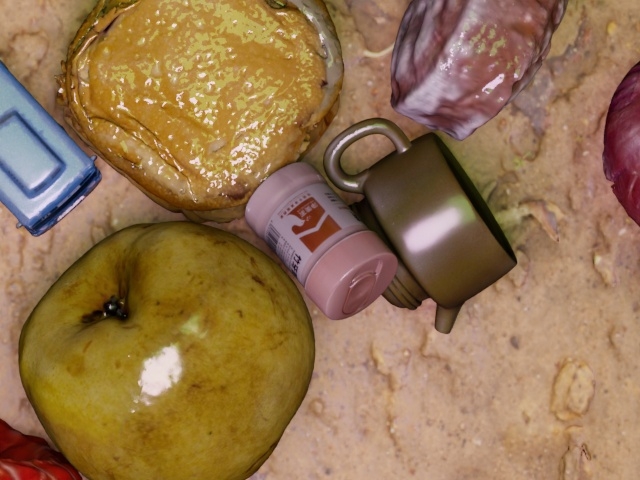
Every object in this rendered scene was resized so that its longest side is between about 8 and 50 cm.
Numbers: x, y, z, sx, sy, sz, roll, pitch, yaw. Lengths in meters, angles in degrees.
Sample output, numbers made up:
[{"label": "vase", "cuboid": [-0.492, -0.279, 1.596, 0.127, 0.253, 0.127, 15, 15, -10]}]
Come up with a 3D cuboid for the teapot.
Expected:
[{"label": "teapot", "cuboid": [0.095, -0.013, 1.772, 0.175, 0.185, 0.268, -34, 106, 8]}]

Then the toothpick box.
[{"label": "toothpick box", "cuboid": [0.000, 0.000, 1.692, 0.098, 0.098, 0.149, -38, 62, -7]}]

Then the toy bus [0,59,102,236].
[{"label": "toy bus", "cuboid": [-0.352, -0.120, 1.733, 0.116, 0.133, 0.234, -43, 95, -7]}]

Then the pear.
[{"label": "pear", "cuboid": [-0.154, 0.132, 1.683, 0.303, 0.304, 0.304, 0, 89, -8]}]

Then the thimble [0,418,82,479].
[{"label": "thimble", "cuboid": [-0.424, 0.284, 1.620, 0.350, 0.350, 0.231, 20, 87, -8]}]

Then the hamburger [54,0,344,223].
[{"label": "hamburger", "cuboid": [-0.126, -0.182, 1.754, 0.318, 0.158, 0.319, 0, 90, -8]}]

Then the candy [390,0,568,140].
[{"label": "candy", "cuboid": [0.182, -0.249, 1.769, 0.157, 0.214, 0.290, 26, 70, -11]}]

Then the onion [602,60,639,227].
[{"label": "onion", "cuboid": [0.484, -0.080, 1.814, 0.347, 0.285, 0.348, 4, 50, -5]}]
